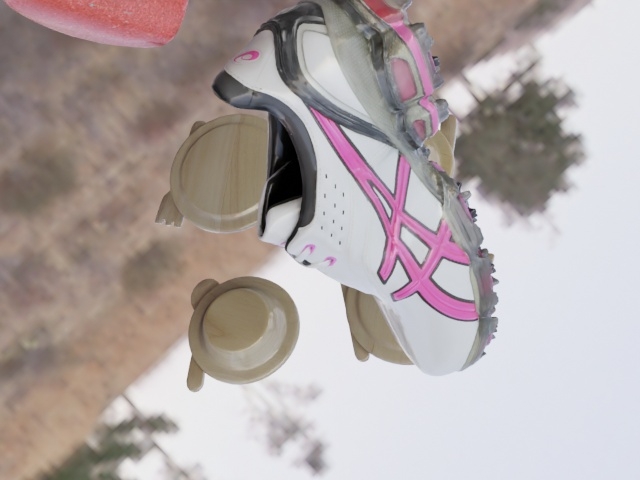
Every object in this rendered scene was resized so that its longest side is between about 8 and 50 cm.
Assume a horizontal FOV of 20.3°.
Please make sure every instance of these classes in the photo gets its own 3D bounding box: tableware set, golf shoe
[{"bbox_3d":[0.000,0.000,0.858,0.169,0.020,0.141,-4,-115,12],"label":"tableware set"},{"bbox_3d":[0.014,-0.014,0.700,0.086,0.186,0.067,-28,-144,-10],"label":"golf shoe"}]

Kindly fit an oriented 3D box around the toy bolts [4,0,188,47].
[{"bbox_3d":[-0.091,-0.178,0.528,0.218,0.228,0.158,-19,-116,43],"label":"toy bolts"}]
